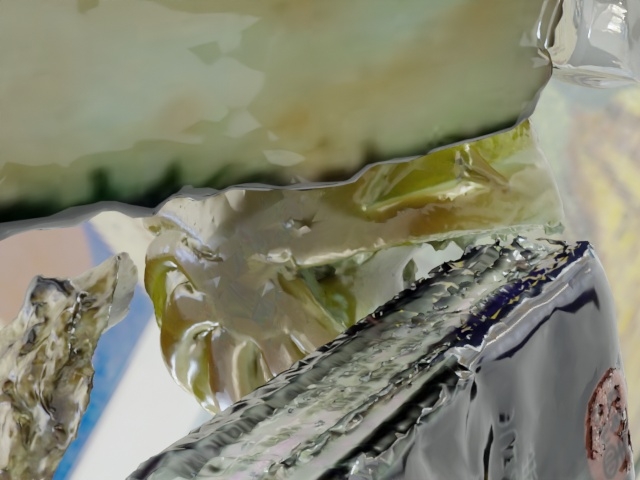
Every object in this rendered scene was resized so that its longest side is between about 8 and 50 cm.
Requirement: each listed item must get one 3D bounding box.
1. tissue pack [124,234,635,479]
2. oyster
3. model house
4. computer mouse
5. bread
[{"bbox_3d":[0.053,0.158,0.811,0.332,0.123,0.245,-30,-65,-53],"label":"tissue pack"},{"bbox_3d":[-0.269,0.177,1.320,0.396,0.111,0.204,-48,22,17],"label":"oyster"},{"bbox_3d":[-0.127,-0.268,0.903,0.445,0.400,0.395,-14,-35,-8],"label":"model house"},{"bbox_3d":[0.203,-0.185,1.152,0.297,0.121,0.184,138,133,-85],"label":"computer mouse"},{"bbox_3d":[0.000,0.000,1.227,0.160,0.333,0.333,-13,-47,-58],"label":"bread"}]
